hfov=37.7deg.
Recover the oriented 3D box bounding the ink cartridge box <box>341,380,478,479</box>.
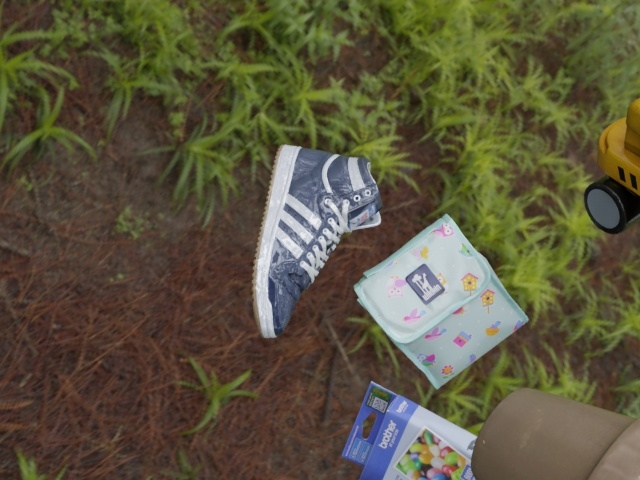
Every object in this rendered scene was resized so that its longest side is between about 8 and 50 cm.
[{"bbox_3d":[0.184,0.383,1.555,0.311,0.185,0.065,28,32,16],"label":"ink cartridge box"}]

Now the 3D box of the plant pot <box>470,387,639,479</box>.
[{"bbox_3d":[0.336,0.315,1.255,0.263,0.229,0.263,-27,131,-36],"label":"plant pot"}]

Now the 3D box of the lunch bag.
[{"bbox_3d":[0.208,0.102,1.674,0.262,0.223,0.160,49,6,-33],"label":"lunch bag"}]

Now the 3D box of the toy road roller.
[{"bbox_3d":[0.570,-0.097,1.422,0.203,0.240,0.329,-28,45,-19],"label":"toy road roller"}]

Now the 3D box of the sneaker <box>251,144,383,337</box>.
[{"bbox_3d":[0.000,0.000,1.261,0.153,0.099,0.282,5,66,8],"label":"sneaker"}]
